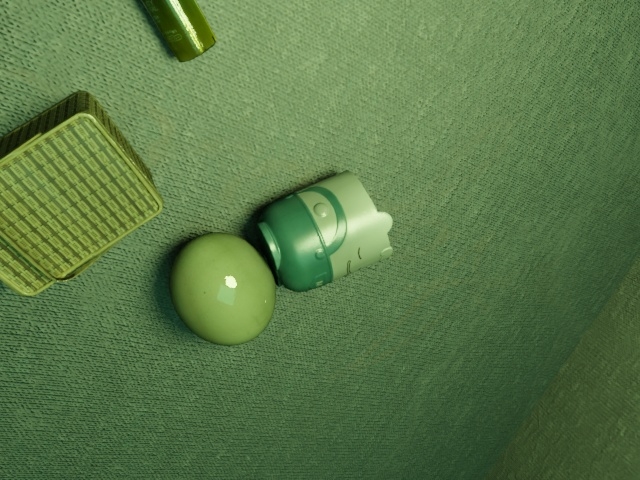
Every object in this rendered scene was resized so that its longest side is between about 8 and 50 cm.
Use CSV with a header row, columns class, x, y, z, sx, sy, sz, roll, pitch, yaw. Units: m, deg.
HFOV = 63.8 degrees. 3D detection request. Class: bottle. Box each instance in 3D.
class,x,y,z,sx,sy,sz,roll,pitch,yaw
bottle,-0.276,-0.441,0.842,0.082,0.082,0.286,-33,126,-6

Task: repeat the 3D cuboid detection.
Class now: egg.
class,x,y,z,sx,sy,sz,roll,pitch,yaw
egg,-0.206,0.105,1.101,0.219,0.219,0.269,-21,128,-15

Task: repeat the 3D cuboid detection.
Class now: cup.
class,x,y,z,sx,sy,sz,roll,pitch,yaw
cup,0.000,0.000,1.165,0.258,0.219,0.289,-23,157,-12

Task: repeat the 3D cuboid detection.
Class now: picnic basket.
class,x,y,z,sx,sy,sz,roll,pitch,yaw
picnic basket,-0.467,-0.075,0.897,0.313,0.175,0.228,-33,127,-5
